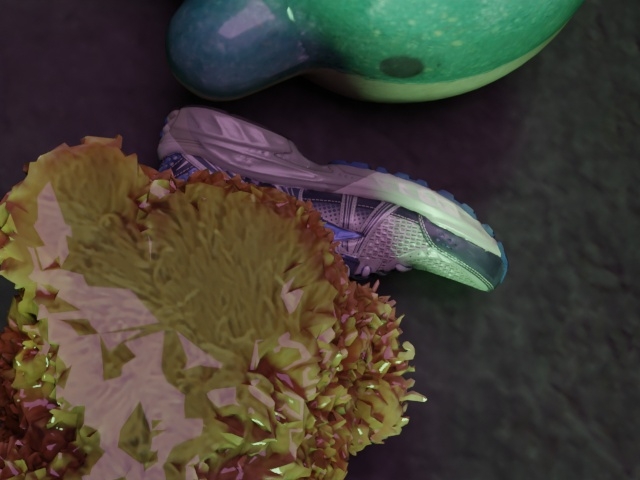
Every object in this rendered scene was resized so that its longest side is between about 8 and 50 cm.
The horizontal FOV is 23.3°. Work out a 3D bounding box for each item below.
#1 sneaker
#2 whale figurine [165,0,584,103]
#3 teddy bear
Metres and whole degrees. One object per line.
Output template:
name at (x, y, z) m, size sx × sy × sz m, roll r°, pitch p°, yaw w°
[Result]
sneaker at (0.000, 0.000, 0.565) m, size 0.135 × 0.052 × 0.058 m, roll 19°, pitch 80°, yaw 3°
whale figurine at (-0.018, -0.158, 0.557) m, size 0.272 × 0.141 × 0.216 m, roll 15°, pitch 71°, yaw -5°
teddy bear at (-0.077, 0.143, 0.464) m, size 0.245 × 0.113 × 0.338 m, roll 1°, pitch 74°, yaw -19°
